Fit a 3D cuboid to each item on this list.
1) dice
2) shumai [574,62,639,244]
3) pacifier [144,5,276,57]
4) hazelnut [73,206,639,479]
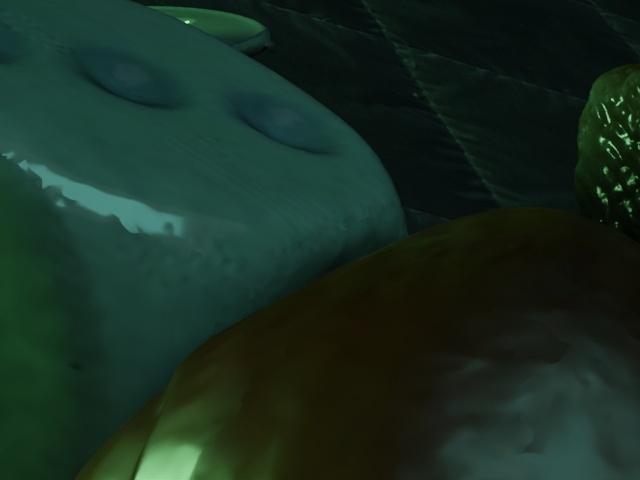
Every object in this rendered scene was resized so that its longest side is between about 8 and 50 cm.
[{"bbox_3d":[-0.134,0.036,0.810,0.268,0.265,0.262,32,24,21],"label":"dice"},{"bbox_3d":[0.400,-0.044,1.491,0.262,0.267,0.314,-3,41,-43],"label":"shumai"},{"bbox_3d":[-0.191,-0.189,1.267,0.288,0.269,0.343,1,17,10],"label":"pacifier"},{"bbox_3d":[0.044,0.164,0.601,0.315,0.372,0.372,14,22,8],"label":"hazelnut"}]
